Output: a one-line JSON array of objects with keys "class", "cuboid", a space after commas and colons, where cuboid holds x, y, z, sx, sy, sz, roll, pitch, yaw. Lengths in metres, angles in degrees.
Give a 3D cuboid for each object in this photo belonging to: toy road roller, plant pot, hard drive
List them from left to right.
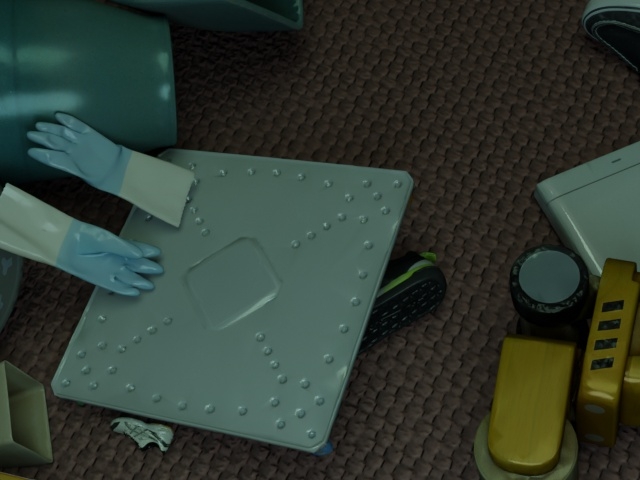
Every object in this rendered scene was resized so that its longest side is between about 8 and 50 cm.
[{"class": "plant pot", "cuboid": [-0.408, 0.229, 1.428, 0.096, 0.109, 0.109, -18, 62, 8]}, {"class": "plant pot", "cuboid": [-0.329, -0.212, 1.578, 0.255, 0.272, 0.272, -4, 61, -9]}, {"class": "plant pot", "cuboid": [-0.190, -0.423, 1.619, 0.252, 0.248, 0.247, -3, 88, 24]}, {"class": "toy road roller", "cuboid": [0.328, 0.177, 1.343, 0.240, 0.202, 0.330, 9, 63, 18]}, {"class": "hard drive", "cuboid": [0.473, 0.028, 1.525, 0.233, 0.047, 0.353, -22, 64, -9]}]

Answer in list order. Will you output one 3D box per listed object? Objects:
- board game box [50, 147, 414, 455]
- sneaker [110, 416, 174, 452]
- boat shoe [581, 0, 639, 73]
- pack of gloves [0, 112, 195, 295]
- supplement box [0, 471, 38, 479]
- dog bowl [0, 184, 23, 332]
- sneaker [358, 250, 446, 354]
[{"class": "board game box", "cuboid": [-0.106, 0.065, 1.472, 0.390, 0.050, 0.390, 7, 61, 25]}, {"class": "sneaker", "cuboid": [-0.229, 0.248, 1.445, 0.083, 0.032, 0.037, 8, 67, 10]}, {"class": "boat shoe", "cuboid": [0.513, -0.259, 1.650, 0.301, 0.108, 0.102, 26, 64, 8]}, {"class": "pack of gloves", "cuboid": [-0.281, -0.047, 1.450, 0.232, 0.046, 0.195, 24, 71, -25]}, {"class": "supplement box", "cuboid": [-0.419, 0.373, 1.331, 0.191, 0.129, 0.194, 10, 63, 8]}, {"class": "dog bowl", "cuboid": [-0.561, 0.026, 1.440, 0.348, 0.102, 0.349, 0, 93, 1]}, {"class": "sneaker", "cuboid": [0.056, 0.083, 1.511, 0.234, 0.084, 0.097, -22, 38, -10]}]
